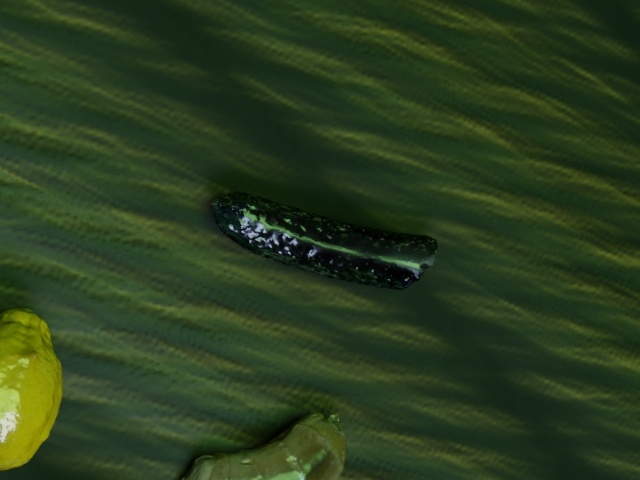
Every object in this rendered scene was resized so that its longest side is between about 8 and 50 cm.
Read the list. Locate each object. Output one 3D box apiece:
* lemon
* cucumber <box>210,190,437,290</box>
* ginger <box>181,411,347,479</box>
[{"bbox_3d":[-0.284,0.132,1.217,0.114,0.114,0.155,19,82,-23],"label":"lemon"},{"bbox_3d":[0.000,0.003,1.378,0.245,0.067,0.067,12,85,-22],"label":"cucumber"},{"bbox_3d":[-0.051,0.230,1.347,0.190,0.069,0.095,-25,74,-22],"label":"ginger"}]
